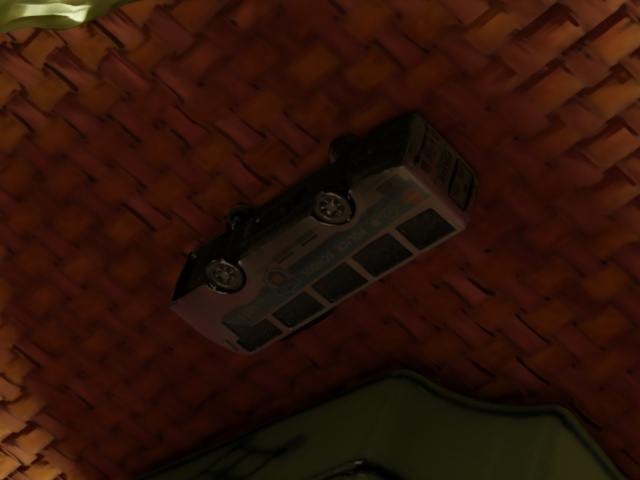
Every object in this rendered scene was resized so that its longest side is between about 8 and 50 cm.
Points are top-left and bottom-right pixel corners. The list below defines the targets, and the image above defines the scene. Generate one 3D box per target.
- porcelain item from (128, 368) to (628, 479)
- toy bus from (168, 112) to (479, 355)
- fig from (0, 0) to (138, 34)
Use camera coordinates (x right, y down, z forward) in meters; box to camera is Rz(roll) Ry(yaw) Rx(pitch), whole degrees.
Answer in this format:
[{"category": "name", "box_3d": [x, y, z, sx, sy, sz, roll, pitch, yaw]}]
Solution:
[{"category": "porcelain item", "box_3d": [0.033, 0.214, 0.760, 0.281, 0.157, 0.286, -24, 116, 35]}, {"category": "toy bus", "box_3d": [0.000, 0.000, 0.674, 0.052, 0.037, 0.130, 41, 128, -22]}, {"category": "fig", "box_3d": [-0.179, -0.082, 0.546, 0.368, 0.286, 0.286, -4, 131, -8]}]
